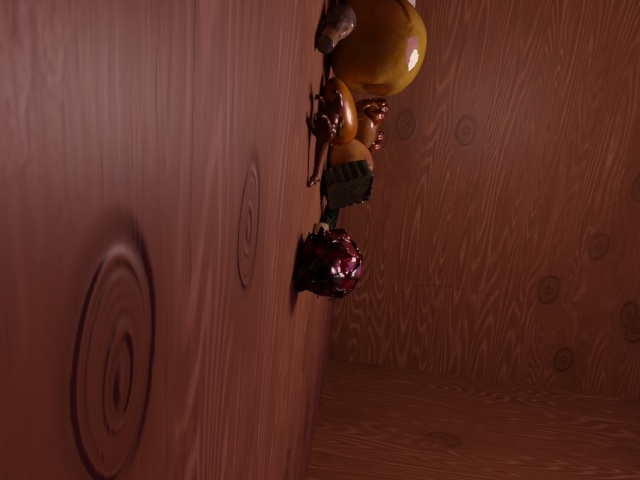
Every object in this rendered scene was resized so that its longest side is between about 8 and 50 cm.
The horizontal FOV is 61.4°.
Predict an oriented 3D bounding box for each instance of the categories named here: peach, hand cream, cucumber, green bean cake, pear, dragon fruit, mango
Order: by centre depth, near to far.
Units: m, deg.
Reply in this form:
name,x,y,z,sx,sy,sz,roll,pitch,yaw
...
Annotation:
name,x,y,z,sx,sy,sz,roll,pitch,yaw
hand cream,0.031,-0.532,1.379,0.203,0.084,0.084,-68,166,-45
dragon fruit,0.024,0.069,1.497,0.192,0.193,0.274,-57,-177,17
mango,0.050,-0.383,1.607,0.219,0.112,0.145,75,20,-46
pear,0.174,-0.598,1.641,0.314,0.314,0.314,7,90,-85
green bean cake,0.097,-0.206,1.956,0.181,0.173,0.094,85,-11,-62
cucumber,0.024,-0.037,2.003,0.293,0.068,0.067,-76,171,-49
peach,0.115,-0.302,2.074,0.184,0.184,0.184,7,90,-85

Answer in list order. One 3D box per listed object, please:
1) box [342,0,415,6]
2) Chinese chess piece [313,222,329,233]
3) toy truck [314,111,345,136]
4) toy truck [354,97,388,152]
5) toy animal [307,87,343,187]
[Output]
name,x,y,z,sx,sy,sz,roll,pitch,yaw
box,0.187,-0.726,1.868,0.141,0.289,0.349,-13,116,-40
Chinese chess piece,0.000,0.000,1.833,0.122,0.051,0.122,6,90,-85
toy truck,0.025,-0.316,1.482,0.049,0.083,0.054,93,7,-48
toy truck,0.183,-0.515,2.399,0.288,0.212,0.204,-71,168,-55
toy animal,0.002,-0.266,1.412,0.229,0.066,0.224,65,47,-74
